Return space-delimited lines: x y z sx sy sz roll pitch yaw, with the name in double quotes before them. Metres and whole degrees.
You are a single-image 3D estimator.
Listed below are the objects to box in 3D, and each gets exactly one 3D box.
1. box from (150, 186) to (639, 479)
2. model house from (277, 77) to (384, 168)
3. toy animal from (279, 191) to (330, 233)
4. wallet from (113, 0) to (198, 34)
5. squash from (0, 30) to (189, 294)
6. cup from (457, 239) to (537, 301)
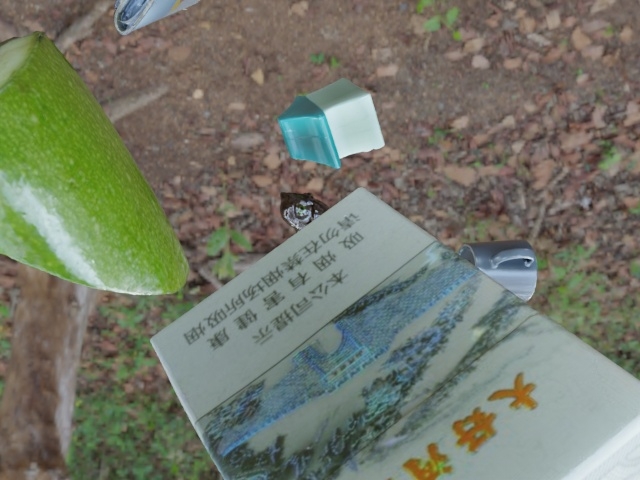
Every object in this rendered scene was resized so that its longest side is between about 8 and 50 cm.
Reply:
"box" 0.027 0.082 0.433 0.164 0.256 0.069 -36 123 -8
"model house" 0.010 -0.187 1.397 0.149 0.127 0.100 -23 119 -10
"toy animal" -0.005 -0.005 1.388 0.180 0.218 0.116 23 112 -30
"wallet" -0.232 -0.422 1.370 0.170 0.231 0.069 -38 97 31
"squash" -0.235 -0.009 0.720 0.203 0.111 0.288 -31 132 -12
"cup" 0.214 0.032 1.023 0.077 0.078 0.100 1 156 -14
